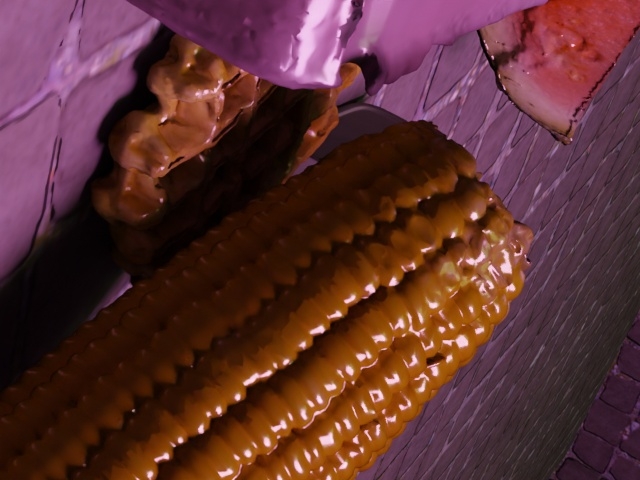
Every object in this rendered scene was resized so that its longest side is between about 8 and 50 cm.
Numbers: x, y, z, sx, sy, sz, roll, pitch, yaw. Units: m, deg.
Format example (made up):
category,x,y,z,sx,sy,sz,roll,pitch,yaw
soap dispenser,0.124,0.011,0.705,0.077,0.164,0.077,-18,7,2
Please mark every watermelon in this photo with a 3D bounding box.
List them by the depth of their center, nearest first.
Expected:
category,x,y,z,sx,sy,sz,roll,pitch,yaw
watermelon,0.147,-0.168,0.961,0.063,0.119,0.245,-30,150,-39

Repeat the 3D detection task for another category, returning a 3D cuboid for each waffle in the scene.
category,x,y,z,sx,sy,sz,roll,pitch,yaw
waffle,-0.033,-0.060,0.749,0.191,0.038,0.191,-52,163,-23

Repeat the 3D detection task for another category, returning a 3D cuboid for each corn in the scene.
category,x,y,z,sx,sy,sz,roll,pitch,yaw
corn,-0.057,0.084,0.692,0.344,0.131,0.131,-40,159,-19

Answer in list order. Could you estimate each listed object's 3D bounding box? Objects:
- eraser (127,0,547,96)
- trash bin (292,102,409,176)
category,x,y,z,sx,sy,sz,roll,pitch,yaw
eraser,0.067,-0.246,0.568,0.272,0.122,0.359,-35,153,-61
trash bin,0.000,0.000,0.927,0.116,0.059,0.130,-33,150,-62
